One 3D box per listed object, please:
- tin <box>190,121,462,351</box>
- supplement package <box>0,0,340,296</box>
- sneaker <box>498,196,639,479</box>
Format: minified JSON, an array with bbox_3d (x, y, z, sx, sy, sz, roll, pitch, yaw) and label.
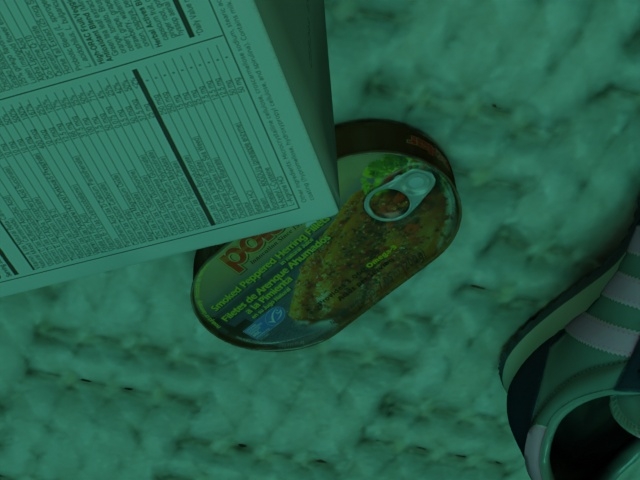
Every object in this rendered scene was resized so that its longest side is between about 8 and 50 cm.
[{"bbox_3d":[0.000,0.000,0.818,0.106,0.040,0.190,29,126,-34],"label":"tin"},{"bbox_3d":[-0.148,-0.112,0.577,0.263,0.199,0.198,-14,134,10],"label":"supplement package"},{"bbox_3d":[0.223,0.051,0.816,0.112,0.131,0.319,15,132,-18],"label":"sneaker"}]
